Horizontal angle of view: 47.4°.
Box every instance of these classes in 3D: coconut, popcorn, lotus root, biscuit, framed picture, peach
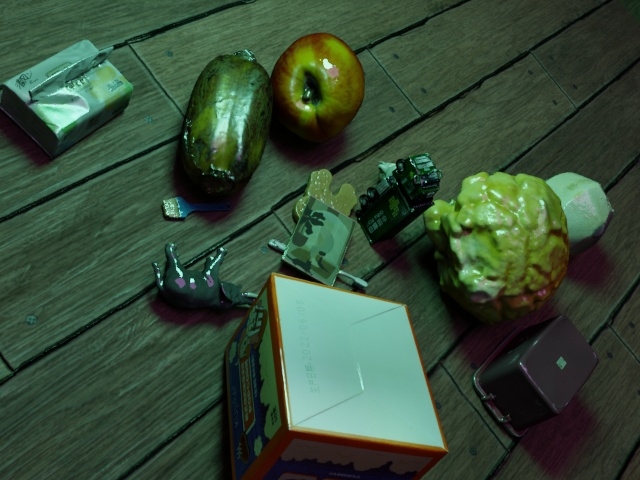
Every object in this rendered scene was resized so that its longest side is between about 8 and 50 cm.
[{"bbox_3d":[0.720,-0.073,2.076,0.241,0.241,0.241,14,58,-24],"label":"coconut"},{"bbox_3d":[0.456,0.016,1.803,0.389,0.354,0.344,14,49,-26],"label":"popcorn"},{"bbox_3d":[-0.210,-0.280,1.672,0.195,0.179,0.398,22,55,-21],"label":"lotus root"},{"bbox_3d":[0.005,-0.063,1.773,0.143,0.040,0.236,28,58,-6],"label":"biscuit"},{"bbox_3d":[0.000,0.000,1.714,0.135,0.010,0.201,30,56,-10],"label":"framed picture"},{"bbox_3d":[-0.006,-0.379,1.817,0.237,0.281,0.281,-5,60,10],"label":"peach"}]

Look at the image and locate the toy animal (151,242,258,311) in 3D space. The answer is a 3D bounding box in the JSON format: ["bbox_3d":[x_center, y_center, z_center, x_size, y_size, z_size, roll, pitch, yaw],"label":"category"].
[{"bbox_3d":[-0.226,0.087,1.528,0.269,0.082,0.137,16,60,-27],"label":"toy animal"}]

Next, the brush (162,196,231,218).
[{"bbox_3d":[-0.273,-0.073,1.628,0.164,0.014,0.051,-3,68,-33],"label":"brush"}]

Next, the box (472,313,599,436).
[{"bbox_3d":[0.539,0.323,1.797,0.294,0.167,0.193,-35,87,-39],"label":"box"}]

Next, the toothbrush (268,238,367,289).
[{"bbox_3d":[-0.004,0.055,1.709,0.262,0.026,0.022,27,48,-16],"label":"toothbrush"}]

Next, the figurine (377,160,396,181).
[{"bbox_3d":[0.175,-0.162,1.899,0.081,0.146,0.098,41,82,-21],"label":"figurine"}]

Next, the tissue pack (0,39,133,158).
[{"bbox_3d":[-0.522,-0.315,1.527,0.159,0.145,0.229,45,51,-3],"label":"tissue pack"}]

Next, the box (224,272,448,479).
[{"bbox_3d":[0.010,0.295,1.377,0.318,0.257,0.349,13,40,-23],"label":"box"}]

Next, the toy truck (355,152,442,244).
[{"bbox_3d":[0.187,-0.102,1.760,0.088,0.259,0.121,-16,73,-36],"label":"toy truck"}]
